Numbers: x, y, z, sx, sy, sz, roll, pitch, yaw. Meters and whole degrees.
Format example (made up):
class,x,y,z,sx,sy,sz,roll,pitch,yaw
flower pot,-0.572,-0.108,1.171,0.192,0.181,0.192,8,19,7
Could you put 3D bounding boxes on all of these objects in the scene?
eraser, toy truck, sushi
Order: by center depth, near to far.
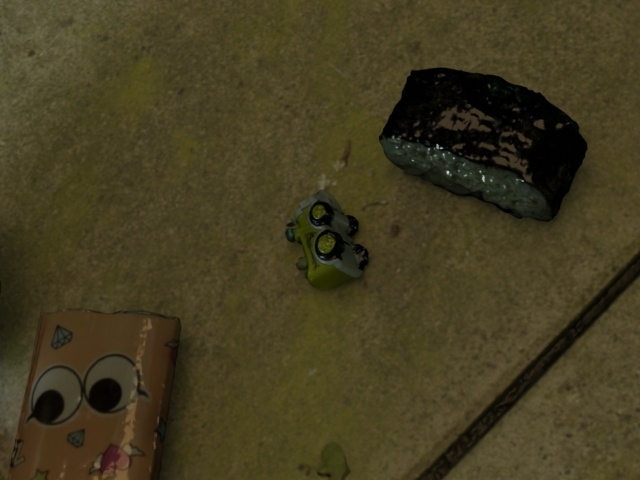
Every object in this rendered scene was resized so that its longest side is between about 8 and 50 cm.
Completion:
class,x,y,z,sx,sy,sz,roll,pitch,yaw
eraser,-0.250,0.223,1.654,0.171,0.087,0.290,0,66,15
sushi,0.184,-0.116,1.680,0.225,0.124,0.127,22,74,21
toy truck,0.000,0.000,1.708,0.077,0.076,0.111,-30,61,22
